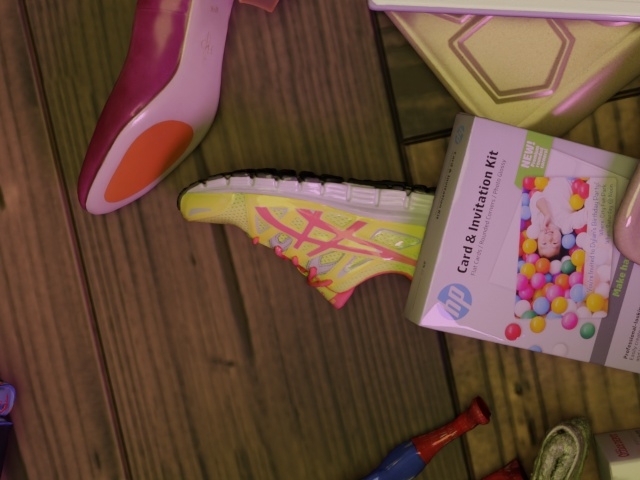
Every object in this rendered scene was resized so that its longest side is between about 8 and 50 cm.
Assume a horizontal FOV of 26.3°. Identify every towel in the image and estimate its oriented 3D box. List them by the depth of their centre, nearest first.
[{"bbox_3d":[0.154,0.194,0.946,0.027,0.110,0.148,18,93,18],"label":"towel"}]

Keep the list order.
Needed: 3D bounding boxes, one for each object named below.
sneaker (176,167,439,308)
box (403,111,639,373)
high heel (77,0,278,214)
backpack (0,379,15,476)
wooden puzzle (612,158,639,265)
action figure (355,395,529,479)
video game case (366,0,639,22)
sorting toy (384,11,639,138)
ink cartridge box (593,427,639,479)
[{"bbox_3d":[0.000,0.000,0.958,0.208,0.081,0.094,8,97,4],"label":"sneaker"},{"bbox_3d":[0.164,0.004,0.936,0.186,0.038,0.145,14,95,-16],"label":"box"},{"bbox_3d":[-0.122,-0.140,0.973,0.117,0.082,0.244,43,111,29],"label":"high heel"},{"bbox_3d":[-0.323,0.135,0.964,0.173,0.158,0.117,13,87,15],"label":"backpack"},{"bbox_3d":[0.408,-0.074,0.894,0.348,0.080,0.322,24,90,-2],"label":"wooden puzzle"},{"bbox_3d":[0.006,0.216,0.949,0.280,0.139,0.091,-31,90,9],"label":"action figure"},{"bbox_3d":[0.149,-0.253,0.917,0.227,0.026,0.206,3,97,3],"label":"video game case"},{"bbox_3d":[0.147,-0.187,0.958,0.193,0.038,0.208,-39,95,6],"label":"sorting toy"},{"bbox_3d":[0.252,0.178,0.943,0.143,0.092,0.090,-9,93,5],"label":"ink cartridge box"}]
